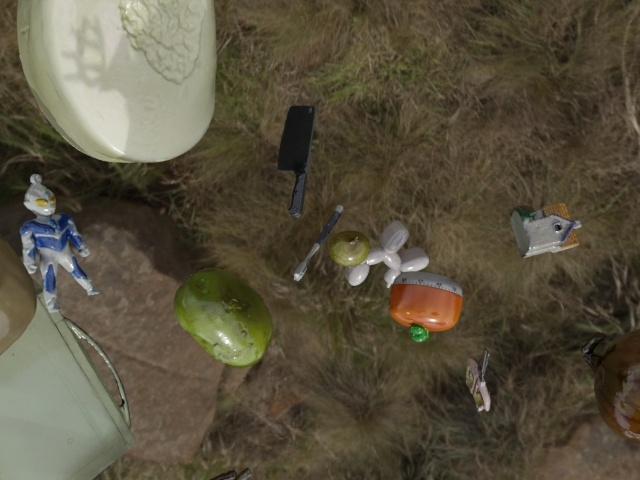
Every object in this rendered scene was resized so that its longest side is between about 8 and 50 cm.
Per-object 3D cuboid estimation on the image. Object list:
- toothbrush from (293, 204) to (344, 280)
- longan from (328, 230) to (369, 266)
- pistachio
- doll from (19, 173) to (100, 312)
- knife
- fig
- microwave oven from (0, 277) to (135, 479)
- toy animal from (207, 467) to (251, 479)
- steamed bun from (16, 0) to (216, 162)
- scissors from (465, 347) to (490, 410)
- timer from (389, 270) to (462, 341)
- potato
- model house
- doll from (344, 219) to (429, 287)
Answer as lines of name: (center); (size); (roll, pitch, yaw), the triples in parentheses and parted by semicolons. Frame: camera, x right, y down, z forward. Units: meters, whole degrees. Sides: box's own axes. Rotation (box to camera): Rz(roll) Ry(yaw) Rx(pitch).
toothbrush: (0.000, 0.000, 1.506); (0.024, 0.288, 0.026); (21, 134, 11)
longan: (0.053, 0.011, 1.125); (0.075, 0.075, 0.083); (12, 153, -4)
pistachio: (-0.285, 0.032, 0.472); (0.113, 0.113, 0.149); (-12, 128, 12)
doll: (-0.452, 0.001, 1.046); (0.057, 0.114, 0.227); (-7, 103, 45)
knife: (-0.055, -0.169, 1.313); (0.072, 0.245, 0.019); (4, 169, 17)
fig: (0.643, 0.280, 1.226); (0.215, 0.235, 0.235); (-5, 130, 46)
microwave oven: (-0.607, 0.309, 1.235); (0.247, 0.333, 0.394); (7, 125, 49)
toy animal: (-0.186, 0.369, 0.753); (0.243, 0.260, 0.087); (-37, 75, 55)
steamed bun: (-0.397, -0.367, 1.140); (0.290, 0.371, 0.455); (-10, 104, -36)
scissors: (0.448, 0.378, 1.741); (0.024, 0.160, 0.317); (-14, 145, -4)
timer: (0.188, 0.124, 1.128); (0.136, 0.136, 0.099); (-9, 165, 10)
potato: (-0.187, 0.157, 1.257); (0.148, 0.186, 0.253); (-46, 143, 2)
model house: (0.392, -0.025, 1.076); (0.100, 0.101, 0.087); (-14, 78, 7)
doll: (0.122, 0.037, 1.265); (0.160, 0.059, 0.161); (-37, 128, 10)
